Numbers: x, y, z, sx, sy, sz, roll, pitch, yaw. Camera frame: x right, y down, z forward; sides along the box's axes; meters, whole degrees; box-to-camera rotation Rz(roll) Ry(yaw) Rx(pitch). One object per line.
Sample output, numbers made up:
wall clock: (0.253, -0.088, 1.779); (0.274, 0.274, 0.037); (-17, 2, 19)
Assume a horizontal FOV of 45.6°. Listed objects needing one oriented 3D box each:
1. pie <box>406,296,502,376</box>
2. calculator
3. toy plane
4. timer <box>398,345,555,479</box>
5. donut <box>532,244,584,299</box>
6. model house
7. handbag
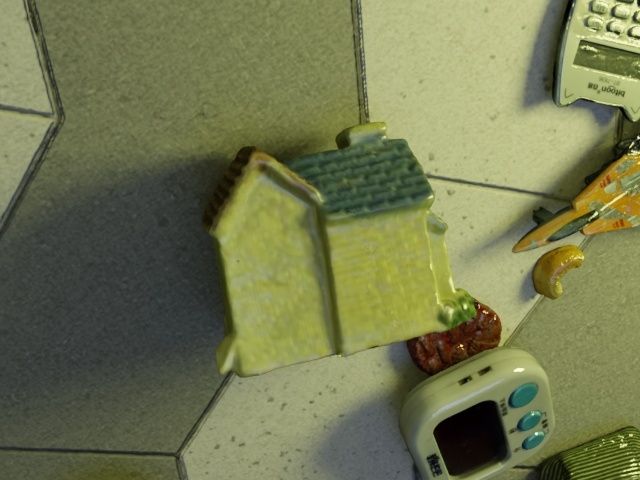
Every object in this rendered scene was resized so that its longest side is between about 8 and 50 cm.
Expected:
pie: (0.206, 0.149, 1.169); (0.154, 0.036, 0.155); (-6, 116, -13)
calculator: (0.404, -0.298, 1.004); (0.177, 0.040, 0.268); (8, 112, -18)
toy plane: (0.410, -0.063, 1.091); (0.316, 0.103, 0.204); (-24, 117, 6)
timer: (0.245, 0.280, 1.194); (0.237, 0.087, 0.262); (-24, 132, -1)
donut: (0.367, 0.048, 1.160); (0.083, 0.038, 0.067); (-24, 115, 0)
model house: (0.000, 0.000, 0.960); (0.321, 0.261, 0.266); (-12, 98, -10)
handbag: (0.529, 0.526, 1.319); (0.247, 0.240, 0.341); (-20, 119, 1)
